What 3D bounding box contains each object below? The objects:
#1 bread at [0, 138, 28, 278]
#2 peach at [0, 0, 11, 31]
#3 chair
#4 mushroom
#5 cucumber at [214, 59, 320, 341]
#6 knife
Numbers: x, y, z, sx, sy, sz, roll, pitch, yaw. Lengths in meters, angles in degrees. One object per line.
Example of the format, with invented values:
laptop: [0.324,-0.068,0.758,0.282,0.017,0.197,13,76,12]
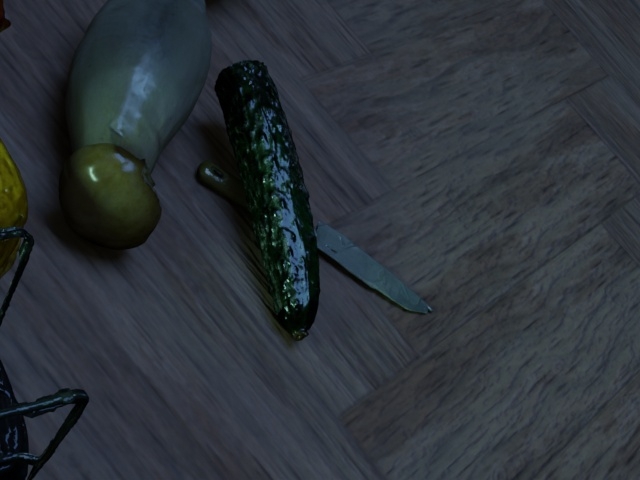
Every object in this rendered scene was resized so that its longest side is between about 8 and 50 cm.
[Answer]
bread: [-0.327,-0.026,1.137,0.198,0.120,0.236,47,36,-5]
peach: [-0.372,-0.200,1.108,0.338,0.281,0.281,39,31,23]
chair: [-0.260,0.115,1.018,0.145,0.221,0.140,-9,60,-26]
mushroom: [-0.173,-0.136,1.407,0.128,0.128,0.350,29,41,-21]
cucumber: [-0.042,-0.039,1.462,0.067,0.067,0.294,6,60,-42]
knife: [0.002,-0.002,1.532,0.298,0.017,0.047,33,33,-16]
